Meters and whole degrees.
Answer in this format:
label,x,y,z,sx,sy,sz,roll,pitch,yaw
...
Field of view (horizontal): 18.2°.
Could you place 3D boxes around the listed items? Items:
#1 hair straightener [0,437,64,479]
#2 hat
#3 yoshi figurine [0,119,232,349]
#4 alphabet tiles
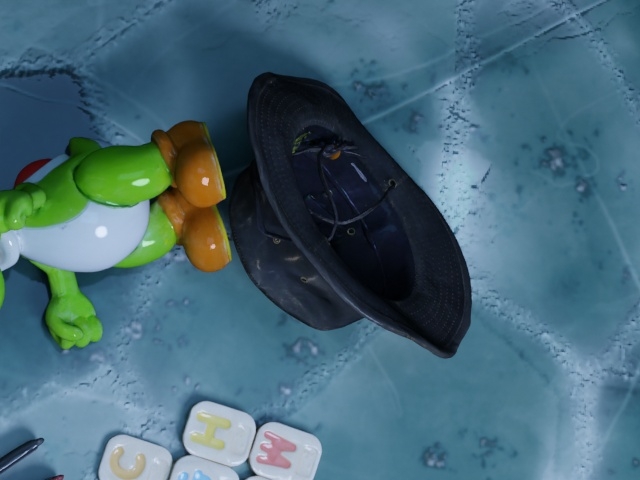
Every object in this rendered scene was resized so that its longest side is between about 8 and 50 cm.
label,x,y,z,sx,sy,sz,roll,pitch,yaw
hair straightener,-0.367,0.244,1.916,0.230,0.047,0.089,-26,88,-10
hat,0.000,0.000,1.954,0.134,0.331,0.331,-35,91,24
yoshi figurine,-0.264,0.011,1.890,0.362,0.203,0.204,-12,93,-8
alphabet tiles,-0.102,0.309,1.969,0.278,0.021,0.284,20,79,-8
